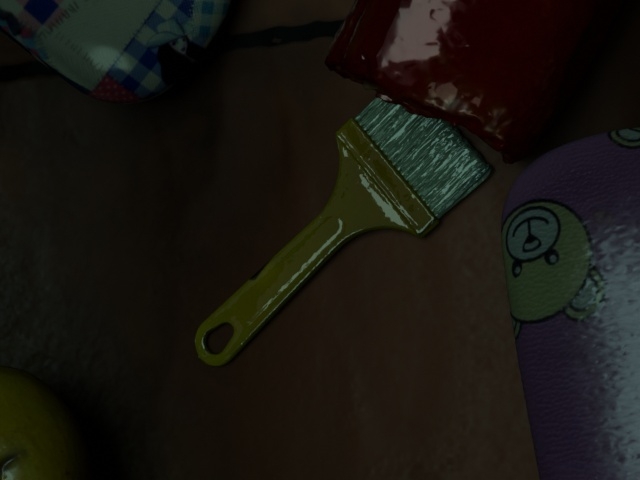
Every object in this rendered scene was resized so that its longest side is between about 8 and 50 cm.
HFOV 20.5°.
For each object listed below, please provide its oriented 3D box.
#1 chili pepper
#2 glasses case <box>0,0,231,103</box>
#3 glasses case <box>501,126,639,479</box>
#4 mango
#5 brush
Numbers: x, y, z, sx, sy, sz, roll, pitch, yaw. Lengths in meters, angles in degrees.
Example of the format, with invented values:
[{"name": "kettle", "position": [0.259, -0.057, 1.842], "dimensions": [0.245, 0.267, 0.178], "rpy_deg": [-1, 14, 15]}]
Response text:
[{"name": "chili pepper", "position": [0.129, -0.213, 0.924], "dimensions": [0.134, 0.131, 0.338], "rpy_deg": [26, 89, 8]}, {"name": "glasses case", "position": [-0.199, -0.209, 1.028], "dimensions": [0.327, 0.076, 0.125], "rpy_deg": [38, 85, -8]}, {"name": "glasses case", "position": [0.171, 0.098, 0.888], "dimensions": [0.123, 0.076, 0.316], "rpy_deg": [-15, 77, 22]}, {"name": "mango", "position": [-0.181, 0.166, 1.012], "dimensions": [0.137, 0.098, 0.195], "rpy_deg": [-46, 54, 42]}, {"name": "brush", "position": [0.000, 0.000, 1.016], "dimensions": [0.205, 0.011, 0.083], "rpy_deg": [-44, 69, 14]}]
